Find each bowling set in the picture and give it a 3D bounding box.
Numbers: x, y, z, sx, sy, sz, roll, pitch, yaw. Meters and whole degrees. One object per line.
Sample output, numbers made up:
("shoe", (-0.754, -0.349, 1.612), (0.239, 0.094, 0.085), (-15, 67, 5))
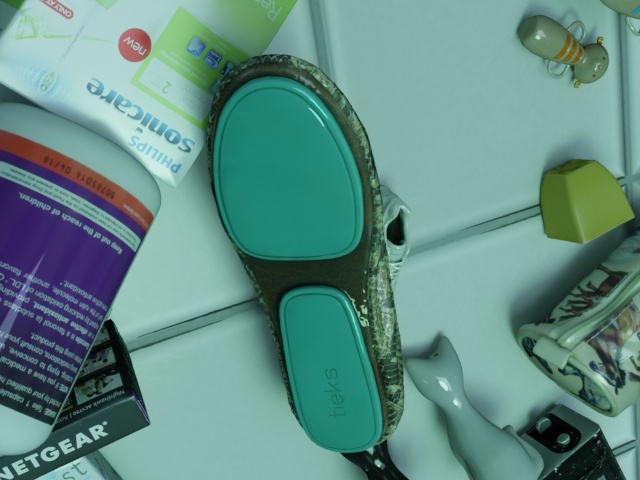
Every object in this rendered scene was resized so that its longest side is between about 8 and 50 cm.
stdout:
("bowling set", (0.372, -0.291, 1.149), (0.154, 0.200, 0.287), (21, 101, -31))

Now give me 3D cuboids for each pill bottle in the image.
("pill bottle", (-0.279, 0.055, 0.895), (0.181, 0.181, 0.322), (33, 73, -31))

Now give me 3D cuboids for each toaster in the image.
("toaster", (0.311, 0.330, 1.365), (0.168, 0.110, 0.185), (-37, 118, -10))

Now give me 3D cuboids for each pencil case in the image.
("pencil case", (0.435, 0.046, 1.302), (0.410, 0.160, 0.183), (-41, 136, -9))

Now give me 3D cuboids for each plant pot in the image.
("plant pot", (0.315, -0.053, 1.263), (0.082, 0.081, 0.083), (-27, 104, -16))

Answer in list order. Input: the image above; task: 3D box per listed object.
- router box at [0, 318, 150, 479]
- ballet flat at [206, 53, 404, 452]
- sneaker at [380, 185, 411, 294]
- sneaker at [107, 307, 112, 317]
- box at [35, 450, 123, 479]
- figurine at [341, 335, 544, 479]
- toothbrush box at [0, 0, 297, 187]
("router box", (-0.264, 0.162, 0.998), (0.179, 0.133, 0.046), (-25, 124, -6))
("ballet flat", (0.000, 0.000, 1.054), (0.164, 0.182, 0.482), (-2, 126, 16))
("sneaker", (0.070, 0.018, 1.175), (0.054, 0.061, 0.152), (-6, 111, -26))
("sneaker", (-0.294, 0.068, 1.021), (0.175, 0.064, 0.067), (-19, 99, -27))
("box", (-0.306, 0.333, 1.058), (0.262, 0.127, 0.231), (-36, 120, -11))
("figurine", (0.131, 0.244, 1.227), (0.215, 0.092, 0.209), (-33, 90, -28))
("toothbrush box", (-0.153, -0.226, 0.950), (0.206, 0.122, 0.283), (33, 92, -30))
